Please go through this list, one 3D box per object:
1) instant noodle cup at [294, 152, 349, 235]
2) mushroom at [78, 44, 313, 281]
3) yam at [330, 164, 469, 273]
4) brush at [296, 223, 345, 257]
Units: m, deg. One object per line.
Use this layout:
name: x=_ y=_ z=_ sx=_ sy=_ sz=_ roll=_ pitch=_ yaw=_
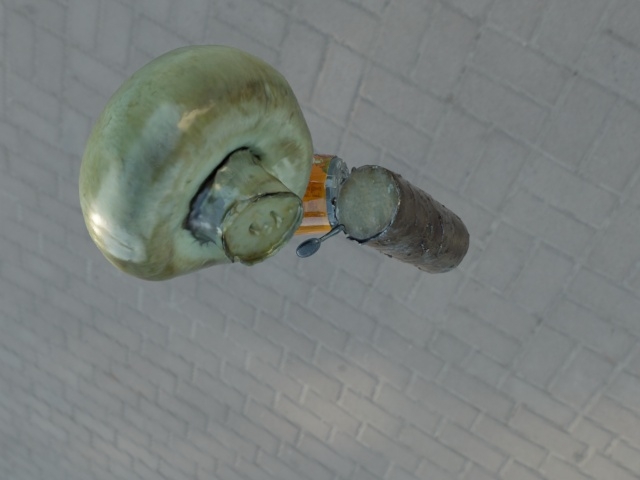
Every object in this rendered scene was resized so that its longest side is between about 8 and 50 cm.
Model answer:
instant noodle cup: x=-0.019 y=-0.080 z=1.600 sx=0.126 sy=0.208 sz=0.177 roll=0 pitch=169 yaw=16
mushroom: x=-0.159 y=-0.088 z=1.255 sx=0.260 sy=0.352 sz=0.352 roll=44 pitch=141 yaw=28
yam: x=0.128 y=-0.028 z=1.450 sx=0.131 sy=0.280 sz=0.131 roll=-8 pitch=74 yaw=29
brush: x=0.000 y=0.000 z=1.344 sx=0.083 sy=0.008 sz=0.024 roll=-32 pitch=104 yaw=14
